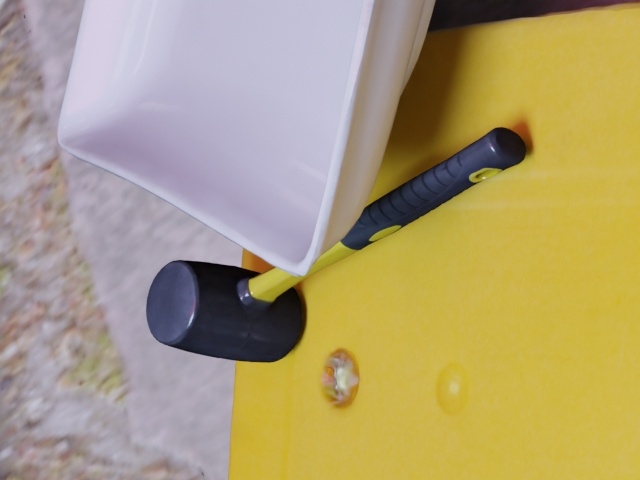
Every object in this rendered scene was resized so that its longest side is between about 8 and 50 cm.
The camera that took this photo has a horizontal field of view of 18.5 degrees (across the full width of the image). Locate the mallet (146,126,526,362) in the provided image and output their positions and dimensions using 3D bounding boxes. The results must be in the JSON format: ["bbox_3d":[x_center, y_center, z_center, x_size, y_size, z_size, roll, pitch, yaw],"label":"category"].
[{"bbox_3d":[0.000,0.000,0.765,0.189,0.062,0.039,-37,54,47],"label":"mallet"}]

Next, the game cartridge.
[{"bbox_3d":[0.070,0.058,0.757,0.323,0.052,0.285,1,86,54],"label":"game cartridge"}]

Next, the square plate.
[{"bbox_3d":[-0.011,-0.179,0.825,0.344,0.049,0.347,26,103,65],"label":"square plate"}]
